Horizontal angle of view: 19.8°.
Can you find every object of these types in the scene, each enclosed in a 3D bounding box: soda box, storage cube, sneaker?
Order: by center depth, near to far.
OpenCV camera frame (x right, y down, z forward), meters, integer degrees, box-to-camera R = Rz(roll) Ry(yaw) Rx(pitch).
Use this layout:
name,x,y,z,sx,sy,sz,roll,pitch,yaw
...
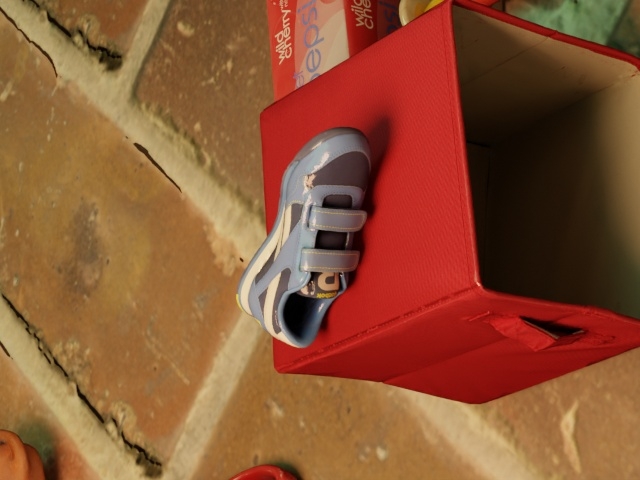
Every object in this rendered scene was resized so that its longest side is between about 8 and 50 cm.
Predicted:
name,x,y,z,sx,sy,sz,roll,pitch,yaw
sneaker,0.000,0.000,1.094,0.059,0.053,0.144,52,130,46
storage cube,0.092,-0.017,1.173,0.193,0.183,0.215,-27,60,45
soda box,0.024,-0.096,1.358,0.092,0.083,0.263,-28,59,43

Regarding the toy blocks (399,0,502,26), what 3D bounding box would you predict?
name,x,y,z,sx,sy,sz,roll,pitch,yaw
toy blocks,0.119,-0.216,1.301,0.148,0.054,0.123,-30,58,42

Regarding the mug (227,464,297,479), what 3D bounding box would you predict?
name,x,y,z,sx,sy,sz,roll,pitch,yaw
mug,-0.081,0.252,1.392,0.169,0.150,0.113,-10,108,53

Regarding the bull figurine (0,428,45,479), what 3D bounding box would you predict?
name,x,y,z,sx,sy,sz,roll,pitch,yaw
bull figurine,-0.300,0.324,1.615,0.188,0.101,0.310,-9,73,51
